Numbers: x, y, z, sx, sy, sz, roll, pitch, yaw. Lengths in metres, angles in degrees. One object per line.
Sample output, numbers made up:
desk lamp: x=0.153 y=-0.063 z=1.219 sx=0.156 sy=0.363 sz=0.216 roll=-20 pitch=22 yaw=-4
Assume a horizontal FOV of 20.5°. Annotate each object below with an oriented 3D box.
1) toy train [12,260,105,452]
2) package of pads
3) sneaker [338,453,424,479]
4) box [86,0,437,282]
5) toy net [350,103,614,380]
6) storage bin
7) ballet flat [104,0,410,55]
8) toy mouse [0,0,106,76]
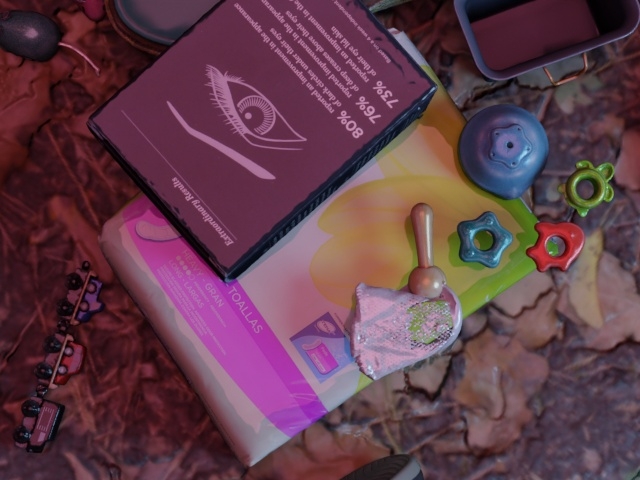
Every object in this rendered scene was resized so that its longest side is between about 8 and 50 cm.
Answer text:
toy train: x=-0.205 y=0.093 z=1.407 sx=0.036 sy=0.027 sz=0.158 roll=18 pitch=85 yaw=-2
package of pads: x=0.000 y=0.000 z=1.380 sx=0.296 sy=0.101 sz=0.229 roll=-34 pitch=86 yaw=-4
sneaker: x=0.019 y=0.274 z=1.373 sx=0.222 sy=0.083 sz=0.118 roll=-44 pitch=104 yaw=-11
box: x=-0.041 y=-0.092 z=1.280 sx=0.207 sy=0.108 sz=0.153 roll=-41 pitch=88 yaw=-3
toy net: x=0.112 y=0.014 z=1.311 sx=0.122 sy=0.045 sz=0.232 roll=36 pitch=87 yaw=-1
storage bin: x=0.177 y=-0.169 z=1.402 sx=0.135 sy=0.091 sz=0.098 roll=-20 pitch=84 yaw=-1
ballet flat: x=0.006 y=-0.218 z=1.398 sx=0.348 sy=0.123 sz=0.123 roll=-18 pitch=84 yaw=2
toy mouse: x=-0.217 y=-0.196 z=1.435 sx=0.161 sy=0.031 sz=0.143 roll=-28 pitch=85 yaw=-3
